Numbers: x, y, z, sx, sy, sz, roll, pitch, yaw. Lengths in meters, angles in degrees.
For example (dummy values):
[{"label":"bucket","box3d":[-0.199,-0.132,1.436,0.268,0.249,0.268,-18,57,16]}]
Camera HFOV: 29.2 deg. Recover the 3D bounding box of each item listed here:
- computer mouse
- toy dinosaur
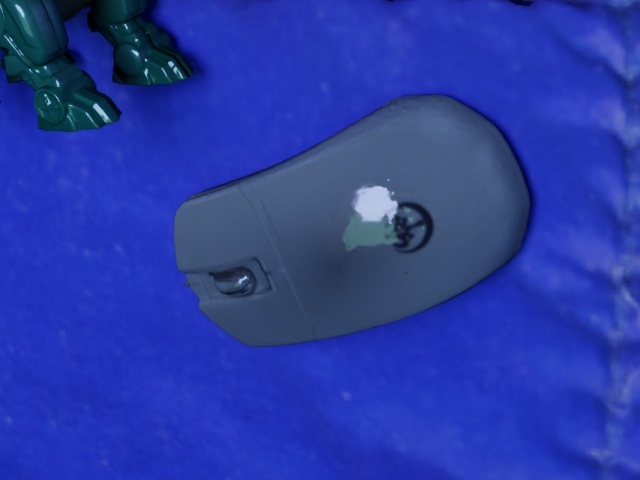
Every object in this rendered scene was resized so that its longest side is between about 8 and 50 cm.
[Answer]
[{"label":"computer mouse","box3d":[0.000,0.000,0.538,0.182,0.056,0.089,-19,101,32]},{"label":"toy dinosaur","box3d":[-0.159,-0.121,0.535,0.259,0.094,0.153,-5,112,35]}]
